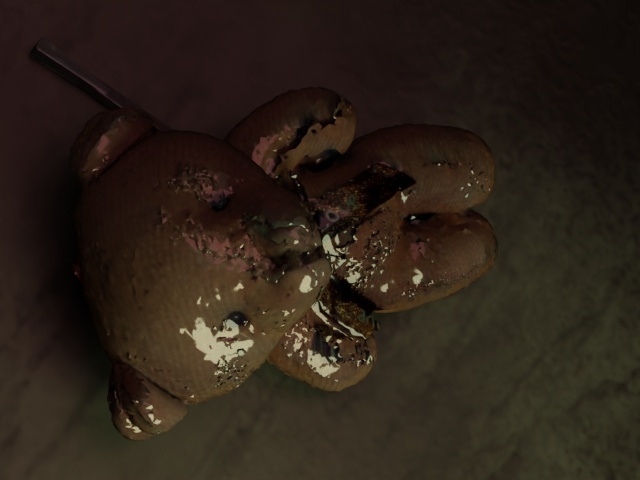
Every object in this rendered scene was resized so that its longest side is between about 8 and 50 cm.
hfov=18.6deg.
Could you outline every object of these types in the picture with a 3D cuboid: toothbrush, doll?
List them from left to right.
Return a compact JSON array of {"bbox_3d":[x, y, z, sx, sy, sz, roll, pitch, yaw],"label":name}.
[{"bbox_3d":[-0.100,-0.069,1.244,0.194,0.014,0.017,33,62,-14],"label":"toothbrush"},{"bbox_3d":[0.000,0.000,1.192,0.303,0.156,0.201,-12,97,-26],"label":"doll"}]
